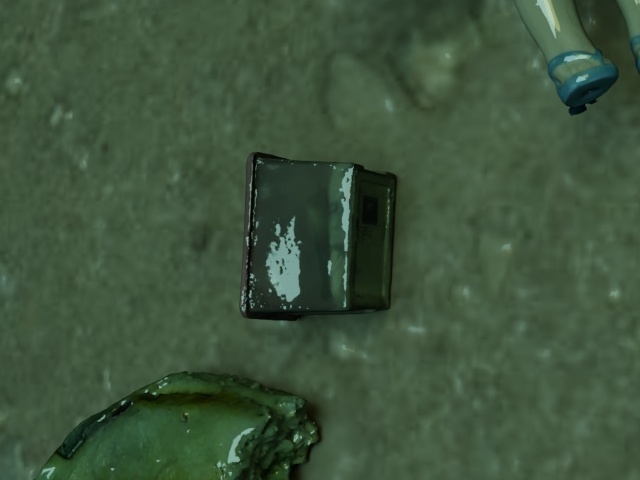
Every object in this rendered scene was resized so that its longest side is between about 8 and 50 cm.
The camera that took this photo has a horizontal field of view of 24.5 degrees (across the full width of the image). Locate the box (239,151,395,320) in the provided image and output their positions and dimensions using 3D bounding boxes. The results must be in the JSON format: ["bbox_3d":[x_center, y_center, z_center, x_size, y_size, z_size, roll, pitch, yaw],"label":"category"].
[{"bbox_3d":[0.000,0.000,0.749,0.063,0.060,0.085,2,86,27],"label":"box"}]

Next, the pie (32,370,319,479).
[{"bbox_3d":[-0.084,0.220,0.775,0.302,0.067,0.302,-8,77,37],"label":"pie"}]

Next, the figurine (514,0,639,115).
[{"bbox_3d":[0.074,-0.175,0.676,0.205,0.103,0.260,-21,76,5],"label":"figurine"}]
